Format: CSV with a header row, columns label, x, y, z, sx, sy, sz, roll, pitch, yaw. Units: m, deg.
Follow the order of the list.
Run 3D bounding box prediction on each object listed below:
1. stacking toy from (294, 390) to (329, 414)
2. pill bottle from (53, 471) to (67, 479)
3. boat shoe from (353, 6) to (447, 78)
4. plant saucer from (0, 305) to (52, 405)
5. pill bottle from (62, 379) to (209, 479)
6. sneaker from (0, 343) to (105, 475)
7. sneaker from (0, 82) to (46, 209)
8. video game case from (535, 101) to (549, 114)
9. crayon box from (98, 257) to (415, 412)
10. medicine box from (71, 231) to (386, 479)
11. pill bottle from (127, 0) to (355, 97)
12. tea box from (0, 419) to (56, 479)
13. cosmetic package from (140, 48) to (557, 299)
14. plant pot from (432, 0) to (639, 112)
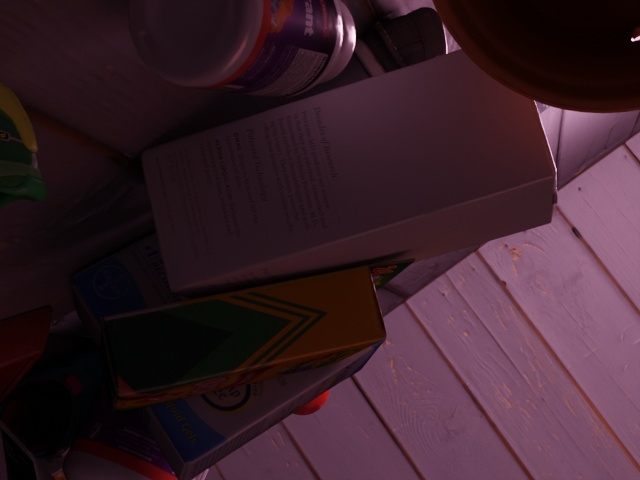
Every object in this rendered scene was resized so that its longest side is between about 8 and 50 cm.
label,x,y,z,sx,sy,sz,roll,pitch,yaw
stacking toy,-0.036,0.152,1.516,0.141,0.141,0.330,-29,133,-24
pill bottle,-0.515,0.389,1.526,0.216,0.121,0.121,-22,161,-47
boat shoe,0.124,-0.176,1.138,0.095,0.112,0.335,-32,164,7
plant saucer,-0.460,0.194,1.133,0.258,0.048,0.259,-19,160,-51
pill bottle,-0.204,0.209,1.311,0.181,0.181,0.323,117,-3,-64
sneaker,-0.398,0.270,1.380,0.295,0.124,0.178,-50,167,26
sneaker,-0.316,0.007,0.651,0.295,0.123,0.109,-36,168,7
video game case,0.431,-0.292,1.691,0.274,0.026,0.196,-38,167,9
crayon box,-0.066,0.102,1.006,0.318,0.081,0.202,-11,168,-15
medicine box,-0.116,0.105,1.191,0.289,0.263,0.149,-30,167,-21
pill bottle,-0.048,-0.166,0.740,0.108,0.108,0.193,-41,166,24
tea box,-0.467,0.396,1.111,0.323,0.220,0.329,-17,146,-5
cosmetic package,0.039,-0.053,0.990,0.385,0.156,0.217,-18,166,7
plant pot,0.242,-0.265,0.805,0.291,0.291,0.203,-40,-178,22
